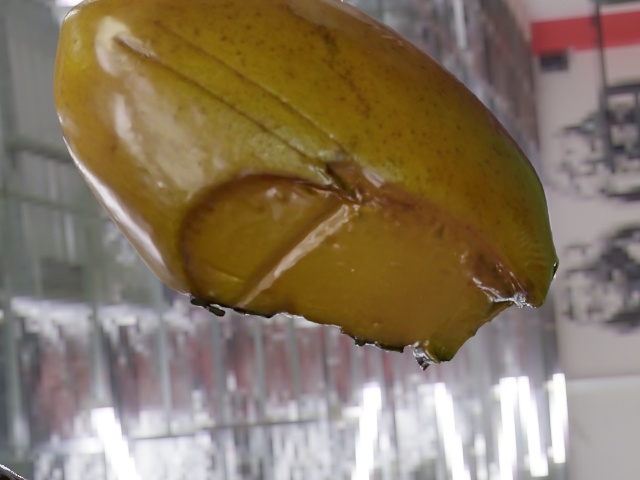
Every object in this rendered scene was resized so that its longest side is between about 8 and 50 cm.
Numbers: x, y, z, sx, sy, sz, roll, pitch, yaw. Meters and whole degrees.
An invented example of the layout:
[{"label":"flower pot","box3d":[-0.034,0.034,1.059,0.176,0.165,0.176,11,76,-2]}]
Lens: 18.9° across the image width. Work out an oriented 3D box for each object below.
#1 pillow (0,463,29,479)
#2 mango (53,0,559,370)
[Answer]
[{"label":"pillow","box3d":[-0.130,0.157,0.822,0.305,0.308,0.108,35,-108,-27]},{"label":"mango","box3d":[-0.011,-0.036,0.899,0.154,0.252,0.126,-59,10,5]}]
